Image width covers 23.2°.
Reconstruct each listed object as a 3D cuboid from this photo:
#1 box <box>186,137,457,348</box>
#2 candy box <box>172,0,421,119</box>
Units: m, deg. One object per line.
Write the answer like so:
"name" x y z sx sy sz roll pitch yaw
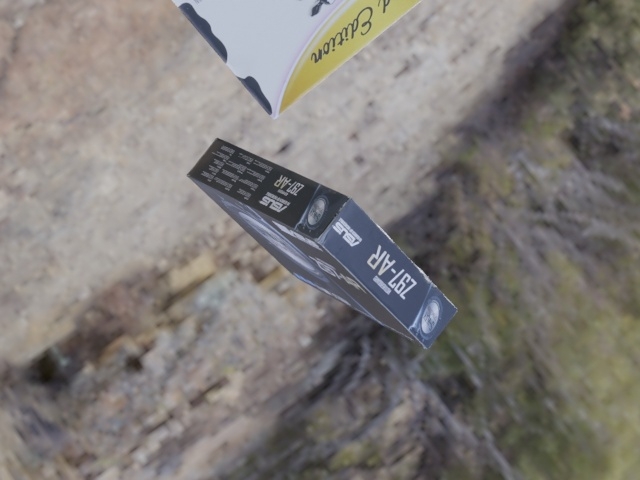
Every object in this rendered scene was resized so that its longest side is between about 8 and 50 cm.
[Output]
"box" 0.000 0.000 0.531 0.018 0.083 0.067 -52 129 -9
"candy box" -0.039 -0.199 0.773 0.159 0.233 0.071 -39 -155 5
